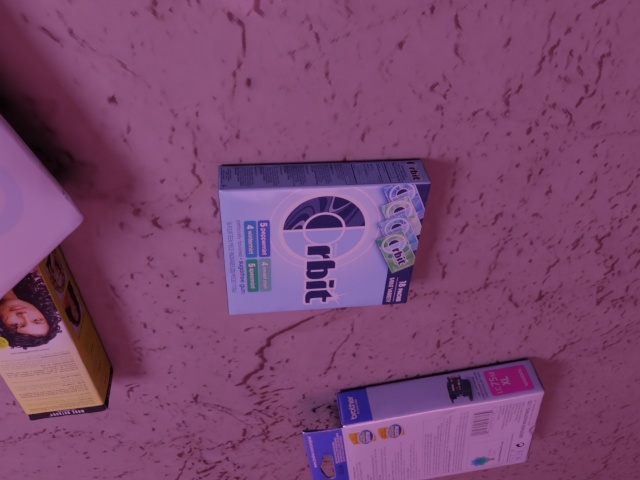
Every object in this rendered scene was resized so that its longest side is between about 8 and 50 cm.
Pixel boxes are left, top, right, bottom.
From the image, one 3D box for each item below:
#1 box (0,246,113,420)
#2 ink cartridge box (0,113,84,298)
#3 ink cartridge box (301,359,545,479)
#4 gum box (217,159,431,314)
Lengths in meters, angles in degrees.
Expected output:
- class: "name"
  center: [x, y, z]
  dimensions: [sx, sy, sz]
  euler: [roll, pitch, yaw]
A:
- class: "box"
  center: [-0.278, 0.087, 0.589]
  dimensions: [0.087, 0.058, 0.232]
  euler: [-7, 133, -4]
- class: "ink cartridge box"
  center: [-0.370, 0.003, 0.317]
  dimensions: [0.091, 0.385, 0.308]
  euler: [16, 146, 36]
- class: "ink cartridge box"
  center: [0.134, 0.261, 0.814]
  dimensions: [0.310, 0.065, 0.186]
  euler: [-11, 133, -3]
- class: "gum box"
  center: [0.000, 0.000, 0.570]
  dimensions: [0.184, 0.041, 0.157]
  euler: [-3, 132, -6]
